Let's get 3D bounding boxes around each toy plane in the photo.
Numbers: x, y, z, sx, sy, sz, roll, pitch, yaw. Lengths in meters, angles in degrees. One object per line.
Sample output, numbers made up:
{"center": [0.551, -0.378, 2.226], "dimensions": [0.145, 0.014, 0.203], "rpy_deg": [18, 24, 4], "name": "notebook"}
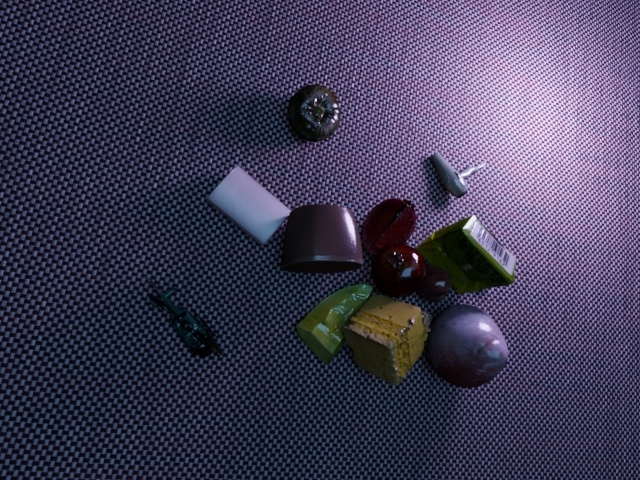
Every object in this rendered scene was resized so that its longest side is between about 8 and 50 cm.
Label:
{"center": [-0.468, 0.269, 1.390], "dimensions": [0.106, 0.155, 0.382], "rpy_deg": [-39, 78, -17], "name": "toy plane"}

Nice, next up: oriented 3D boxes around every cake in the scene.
{"center": [0.260, 0.337, 1.520], "dimensions": [0.286, 0.227, 0.222], "rpy_deg": [-40, 131, -33], "name": "cake"}

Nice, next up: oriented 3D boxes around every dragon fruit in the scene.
{"center": [0.281, -0.069, 1.657], "dimensions": [0.189, 0.163, 0.262], "rpy_deg": [46, 111, 18], "name": "dragon fruit"}

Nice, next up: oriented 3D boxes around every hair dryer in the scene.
{"center": [0.610, -0.339, 1.850], "dimensions": [0.229, 0.092, 0.267], "rpy_deg": [42, 59, -2], "name": "hair dryer"}

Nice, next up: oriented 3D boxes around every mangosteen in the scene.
{"center": [0.311, 0.133, 1.615], "dimensions": [0.215, 0.257, 0.215], "rpy_deg": [-8, 58, 13], "name": "mangosteen"}

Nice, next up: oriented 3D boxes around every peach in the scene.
{"center": [0.459, 0.181, 1.689], "dimensions": [0.152, 0.152, 0.152], "rpy_deg": [2, 82, -17], "name": "peach"}

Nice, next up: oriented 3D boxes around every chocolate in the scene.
{"center": [0.600, 0.062, 1.674], "dimensions": [0.301, 0.289, 0.137], "rpy_deg": [46, 61, -6], "name": "chocolate"}

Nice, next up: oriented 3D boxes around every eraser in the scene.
{"center": [-0.265, -0.129, 1.531], "dimensions": [0.270, 0.095, 0.174], "rpy_deg": [40, 74, -8], "name": "eraser"}

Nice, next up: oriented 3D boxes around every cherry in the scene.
{"center": [0.580, 0.403, 1.608], "dimensions": [0.291, 0.335, 0.326], "rpy_deg": [8, 56, 0], "name": "cherry"}

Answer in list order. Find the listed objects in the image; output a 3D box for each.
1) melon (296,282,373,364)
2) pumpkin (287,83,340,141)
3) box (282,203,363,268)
{"center": [0.077, 0.294, 1.563], "dimensions": [0.323, 0.124, 0.196], "rpy_deg": [-45, 102, -21], "name": "melon"}
{"center": [-0.023, -0.507, 1.624], "dimensions": [0.223, 0.157, 0.224], "rpy_deg": [-1, 94, -21], "name": "pumpkin"}
{"center": [0.000, 0.000, 1.506], "dimensions": [0.301, 0.301, 0.216], "rpy_deg": [0, 77, -17], "name": "box"}
